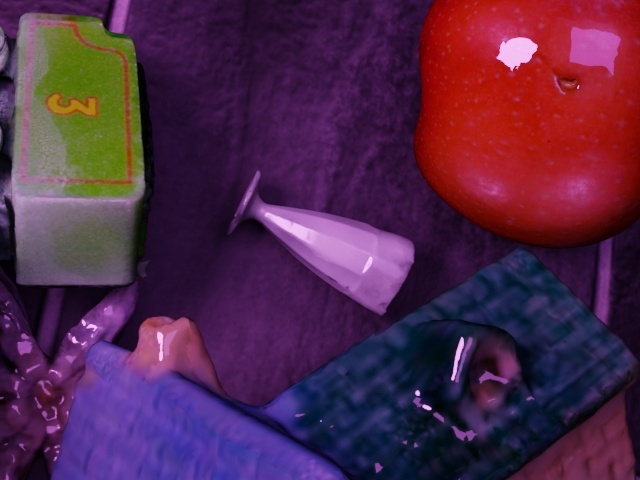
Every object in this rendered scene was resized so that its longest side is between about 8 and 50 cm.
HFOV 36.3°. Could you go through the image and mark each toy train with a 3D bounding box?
[{"bbox_3d":[-0.223,-0.074,0.742,0.188,0.132,0.243,0,49,-16],"label":"toy train"}]

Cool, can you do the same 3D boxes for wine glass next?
[{"bbox_3d":[0.000,0.000,0.850,0.155,0.073,0.073,26,74,-4],"label":"wine glass"}]

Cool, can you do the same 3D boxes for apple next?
[{"bbox_3d":[0.191,-0.125,0.828,0.217,0.260,0.260,10,76,12],"label":"apple"}]

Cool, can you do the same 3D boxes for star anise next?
[{"bbox_3d":[-0.211,0.119,0.757,0.236,0.093,0.229,32,74,-5],"label":"star anise"}]

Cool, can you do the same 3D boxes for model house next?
[{"bbox_3d":[0.044,0.191,0.650,0.382,0.335,0.342,-26,112,-29],"label":"model house"}]
